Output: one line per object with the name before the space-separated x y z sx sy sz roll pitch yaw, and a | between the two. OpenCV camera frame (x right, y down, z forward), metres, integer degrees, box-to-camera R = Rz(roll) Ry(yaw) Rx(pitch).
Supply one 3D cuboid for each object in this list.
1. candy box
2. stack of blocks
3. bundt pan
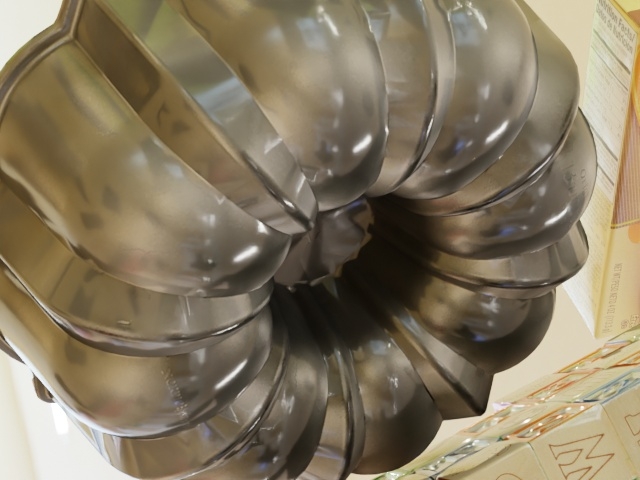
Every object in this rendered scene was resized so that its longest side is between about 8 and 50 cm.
candy box | 0.313 -0.072 1.101 0.087 0.183 0.316 -114 -163 -49
stack of blocks | 0.159 0.119 0.738 0.087 0.297 0.171 63 -14 1
bundt pan | 0.000 0.000 0.648 0.124 0.331 0.330 49 -42 46
